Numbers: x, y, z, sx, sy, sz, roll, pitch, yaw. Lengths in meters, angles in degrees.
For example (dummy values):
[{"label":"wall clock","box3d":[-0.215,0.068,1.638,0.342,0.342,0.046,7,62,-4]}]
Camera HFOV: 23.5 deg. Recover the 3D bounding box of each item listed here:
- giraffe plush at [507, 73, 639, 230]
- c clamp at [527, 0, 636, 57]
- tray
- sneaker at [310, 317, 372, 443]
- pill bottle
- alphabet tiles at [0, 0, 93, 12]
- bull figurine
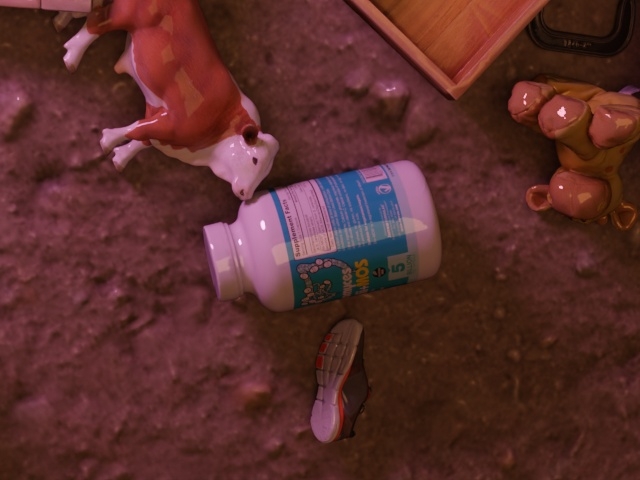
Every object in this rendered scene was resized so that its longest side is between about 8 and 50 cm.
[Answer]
[{"label":"giraffe plush","box3d":[0.319,-0.097,1.860,0.210,0.181,0.170,-8,117,-45]},{"label":"c clamp","box3d":[0.331,-0.293,1.883,0.160,0.022,0.137,0,105,-12]},{"label":"tray","box3d":[0.222,-0.384,1.809,0.203,0.076,0.411,43,91,-8]},{"label":"sneaker","box3d":[0.033,0.172,1.899,0.065,0.061,0.158,7,100,-39]},{"label":"pill bottle","box3d":[0.000,0.000,1.807,0.264,0.146,0.146,-12,102,-7]},{"label":"alphabet tiles","box3d":[-0.356,-0.396,1.662,0.342,0.011,0.285,5,106,2]},{"label":"bull figurine","box3d":[-0.176,-0.178,1.764,0.188,0.101,0.310,-22,98,0]}]
